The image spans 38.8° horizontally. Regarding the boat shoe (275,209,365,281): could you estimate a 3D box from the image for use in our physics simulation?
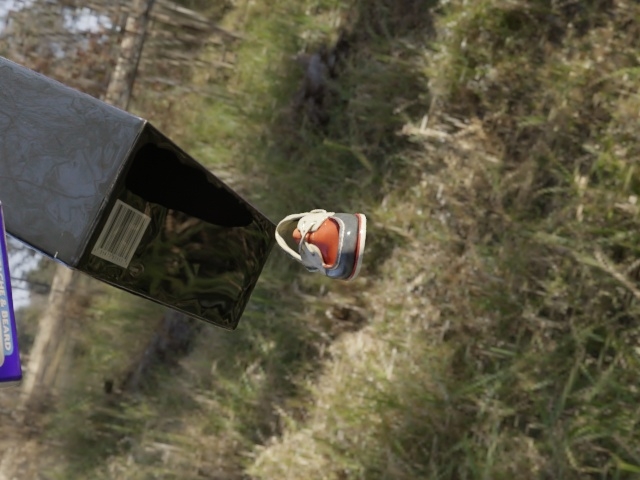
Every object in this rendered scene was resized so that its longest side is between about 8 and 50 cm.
[{"bbox_3d":[0.000,0.000,0.649,0.137,0.043,0.049,-162,85,-77],"label":"boat shoe"}]

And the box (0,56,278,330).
[{"bbox_3d":[-0.161,-0.031,0.653,0.103,0.184,0.261,-66,-19,-6],"label":"box"}]

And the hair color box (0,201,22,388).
[{"bbox_3d":[-0.283,0.026,0.328,0.339,0.185,0.110,28,-127,-75],"label":"hair color box"}]
